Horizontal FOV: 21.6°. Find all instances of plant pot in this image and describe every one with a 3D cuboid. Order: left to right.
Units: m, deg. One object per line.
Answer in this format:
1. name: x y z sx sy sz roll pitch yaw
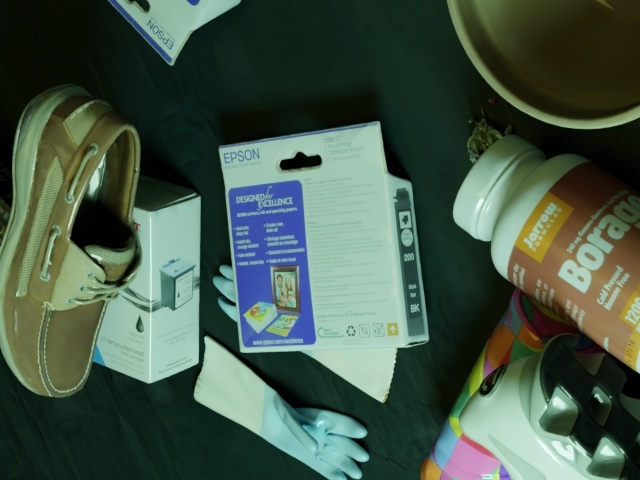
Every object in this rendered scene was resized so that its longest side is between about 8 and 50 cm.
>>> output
1. plant pot: 0.221 -0.213 1.295 0.237 0.109 0.237 15 115 36

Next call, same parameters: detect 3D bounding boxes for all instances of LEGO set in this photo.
1. LEGO set: 0.147 -0.097 1.453 0.054 0.023 0.083 23 119 32

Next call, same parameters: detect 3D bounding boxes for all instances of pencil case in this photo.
1. pencil case: 0.171 0.145 1.469 0.104 0.104 0.236 41 128 22

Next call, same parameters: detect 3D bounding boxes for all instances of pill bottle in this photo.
1. pill bottle: 0.219 0.006 1.363 0.216 0.121 0.121 36 125 25

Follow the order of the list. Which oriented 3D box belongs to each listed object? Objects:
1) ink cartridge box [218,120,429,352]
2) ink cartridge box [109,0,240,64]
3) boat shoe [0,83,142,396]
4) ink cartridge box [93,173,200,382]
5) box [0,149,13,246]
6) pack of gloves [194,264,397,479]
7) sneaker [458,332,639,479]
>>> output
1. ink cartridge box: 0.000 0.000 1.587 0.206 0.045 0.208 -5 93 40
2. ink cartridge box: -0.105 -0.340 1.553 0.165 0.065 0.333 47 127 16
3. boat shoe: -0.241 0.014 1.644 0.116 0.123 0.324 21 117 31
4. ink cartridge box: -0.200 0.034 1.749 0.139 0.082 0.191 16 116 35
5. box: -0.397 -0.029 1.861 0.180 0.077 0.147 44 115 13
6. pack of gloves: -0.039 0.132 1.673 0.232 0.046 0.195 26 121 31
7. sneaker: 0.249 0.222 1.385 0.330 0.122 0.146 48 137 -9
